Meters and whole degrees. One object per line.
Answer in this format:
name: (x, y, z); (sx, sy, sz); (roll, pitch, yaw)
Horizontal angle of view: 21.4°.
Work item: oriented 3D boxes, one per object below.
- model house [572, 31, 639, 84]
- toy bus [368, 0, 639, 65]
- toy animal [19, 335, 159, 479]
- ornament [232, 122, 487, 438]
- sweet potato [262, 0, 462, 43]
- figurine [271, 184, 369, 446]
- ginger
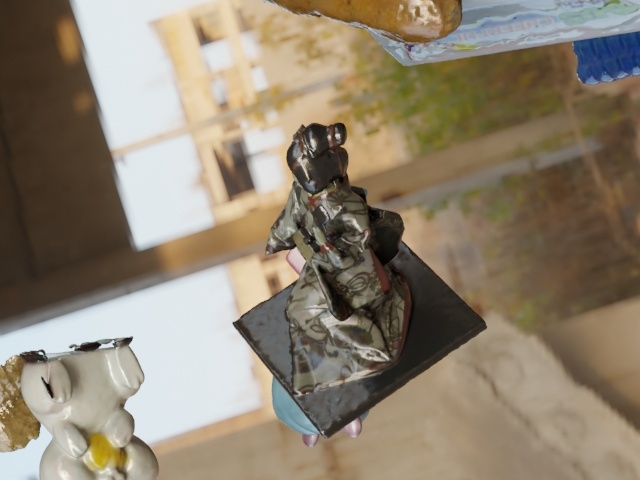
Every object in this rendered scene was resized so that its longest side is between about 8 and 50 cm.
model house: (0.399, -0.226, 1.739); (0.295, 0.251, 0.329); (24, -111, -34)
toy bus: (0.184, -0.217, 1.217); (0.109, 0.329, 0.136); (39, -128, -50)
toy animal: (-0.133, 0.118, 0.945); (0.071, 0.085, 0.124); (-14, -85, -46)
ornament: (0.000, 0.000, 1.262); (0.166, 0.153, 0.196); (45, 162, 45)
sweet potato: (-0.014, -0.212, 1.221); (0.095, 0.106, 0.354); (41, -174, -42)
figurine: (-0.003, 0.075, 1.704); (0.205, 0.103, 0.260); (-15, 65, 54)
ginger: (-0.373, 0.204, 1.891); (0.096, 0.165, 0.067); (57, 175, 10)
